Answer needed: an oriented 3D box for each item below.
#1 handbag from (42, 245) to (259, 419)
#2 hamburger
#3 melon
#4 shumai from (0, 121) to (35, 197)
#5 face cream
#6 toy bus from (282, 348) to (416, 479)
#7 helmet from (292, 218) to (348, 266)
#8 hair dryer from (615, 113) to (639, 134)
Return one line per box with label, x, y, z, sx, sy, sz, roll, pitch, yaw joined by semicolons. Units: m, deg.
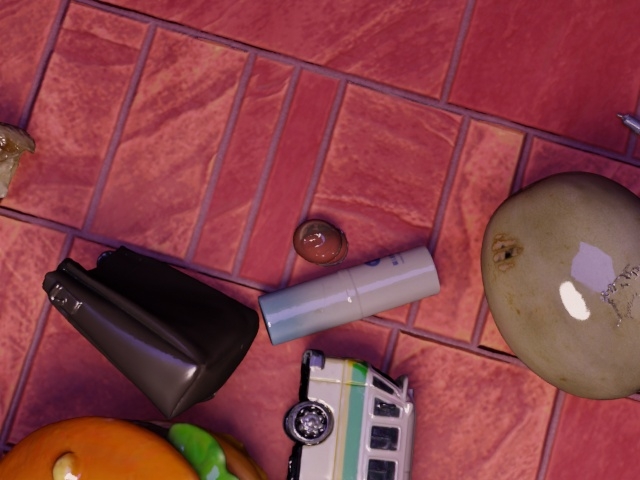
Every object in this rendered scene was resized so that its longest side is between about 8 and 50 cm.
handbag;-0.225;0.105;1.617;0.257;0.285;0.113;36;105;6
hamburger;-0.256;0.411;1.496;0.396;0.277;0.396;-4;80;23
melon;0.367;0.067;1.653;0.268;0.268;0.330;-29;90;-7
shumai;-0.474;-0.114;1.717;0.145;0.145;0.116;14;89;0
face cream;0.040;0.077;1.729;0.250;0.077;0.077;-18;81;-7
toy bus;0.035;0.308;1.656;0.179;0.143;0.305;6;79;-4
helmet;0.001;0.000;1.755;0.084;0.049;0.065;19;78;1
hair dryer;0.486;-0.155;1.817;0.114;0.037;0.063;35;81;11
